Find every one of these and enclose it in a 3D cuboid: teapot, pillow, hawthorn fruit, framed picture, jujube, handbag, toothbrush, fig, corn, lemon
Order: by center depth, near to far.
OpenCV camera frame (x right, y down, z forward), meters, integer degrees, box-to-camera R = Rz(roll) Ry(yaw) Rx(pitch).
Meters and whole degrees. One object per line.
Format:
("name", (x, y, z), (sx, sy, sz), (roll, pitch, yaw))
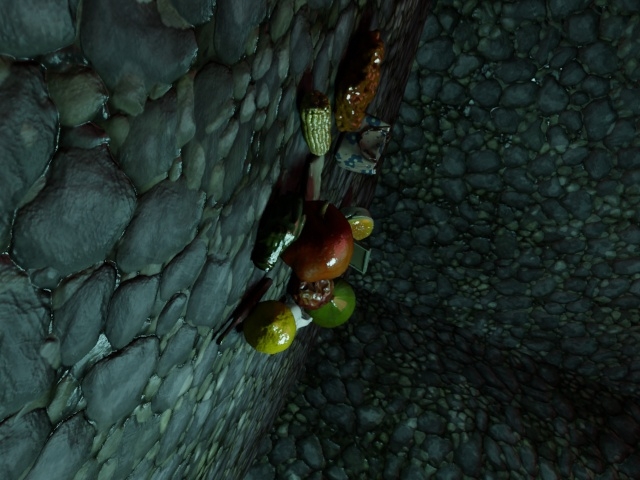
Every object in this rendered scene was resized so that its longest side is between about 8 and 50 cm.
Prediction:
("corn", (-0.009, -0.353, 1.403), (0.291, 0.101, 0.101), (76, 36, -71))
("toothbrush", (-0.248, 0.227, 1.503), (0.364, 0.041, 0.040), (-52, 161, -57))
("hawthorn fruit", (-0.010, -0.023, 1.561), (0.330, 0.287, 0.287), (106, 11, -50))
("lemon", (-0.178, 0.301, 1.583), (0.188, 0.188, 0.257), (-66, -174, -15))
("pillow", (-0.028, -0.224, 1.700), (0.148, 0.050, 0.229), (-63, 166, -50))
("framed picture", (0.055, 0.004, 1.821), (0.020, 0.324, 0.240), (-53, 163, -20))
("handbag", (0.192, -0.431, 2.002), (0.190, 0.193, 0.251), (62, 51, -82))
("teapot", (-0.145, 0.379, 2.037), (0.298, 0.139, 0.204), (-43, 151, -62))
("jujube", (-0.044, 0.231, 2.163), (0.342, 0.216, 0.216), (121, -9, -81))
("fig", (0.045, 0.321, 2.447), (0.316, 0.316, 0.316), (21, 90, -80))

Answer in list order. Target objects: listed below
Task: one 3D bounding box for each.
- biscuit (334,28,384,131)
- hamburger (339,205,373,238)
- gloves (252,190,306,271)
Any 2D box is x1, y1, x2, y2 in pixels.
("biscuit", (0.148, -0.585, 1.714), (0.318, 0.111, 0.312), (77, 35, -72))
("hamburger", (0.193, -0.084, 2.631), (0.295, 0.227, 0.151), (81, 8, -64))
("gloves", (-0.127, -0.029, 1.418), (0.107, 0.135, 0.268), (29, -82, 59))
